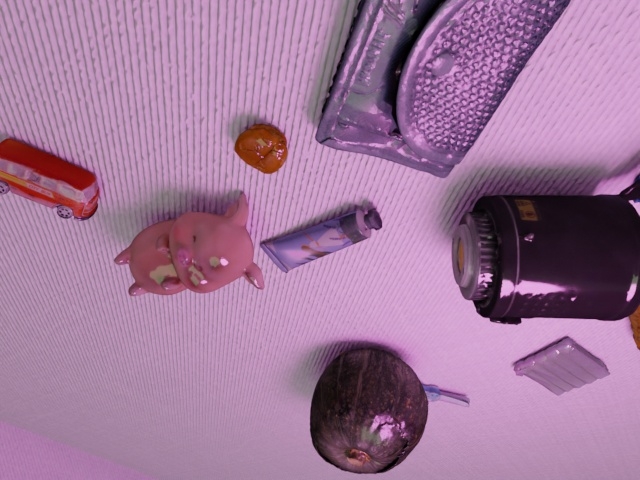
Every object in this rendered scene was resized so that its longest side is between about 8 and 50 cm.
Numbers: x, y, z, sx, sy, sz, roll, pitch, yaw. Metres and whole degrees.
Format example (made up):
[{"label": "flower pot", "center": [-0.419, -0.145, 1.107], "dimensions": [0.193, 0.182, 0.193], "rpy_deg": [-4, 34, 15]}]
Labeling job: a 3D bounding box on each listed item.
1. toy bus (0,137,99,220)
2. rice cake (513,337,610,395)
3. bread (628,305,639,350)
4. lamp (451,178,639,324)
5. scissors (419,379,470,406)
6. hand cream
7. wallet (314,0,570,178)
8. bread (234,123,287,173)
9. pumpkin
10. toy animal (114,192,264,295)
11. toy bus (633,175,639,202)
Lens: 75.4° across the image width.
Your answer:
[{"label": "toy bus", "center": [-0.470, -0.104, 0.710], "dimensions": [0.174, 0.079, 0.077], "rpy_deg": [24, 122, -19]}, {"label": "rice cake", "center": [0.632, 0.336, 1.088], "dimensions": [0.198, 0.037, 0.189], "rpy_deg": [25, 131, -19]}, {"label": "bread", "center": [0.714, 0.165, 0.877], "dimensions": [0.087, 0.098, 0.269], "rpy_deg": [-48, 125, -9]}, {"label": "lamp", "center": [0.359, 0.021, 0.672], "dimensions": [0.271, 0.205, 0.374], "rpy_deg": [10, 146, -11]}, {"label": "scissors", "center": [0.326, 0.455, 1.236], "dimensions": [0.255, 0.030, 0.125], "rpy_deg": [14, 134, -6]}, {"label": "hand cream", "center": [0.000, 0.000, 0.800], "dimensions": [0.255, 0.055, 0.088], "rpy_deg": [-20, 126, 31]}, {"label": "wallet", "center": [0.150, -0.236, 0.532], "dimensions": [0.236, 0.075, 0.342], "rpy_deg": [13, 134, -12]}, {"label": "bread", "center": [-0.091, -0.145, 0.657], "dimensions": [0.080, 0.046, 0.083], "rpy_deg": [-13, 134, 20]}, {"label": "pumpkin", "center": [0.118, 0.449, 1.080], "dimensions": [0.291, 0.258, 0.328], "rpy_deg": [15, 130, 7]}, {"label": "toy animal", "center": [-0.234, 0.027, 0.765], "dimensions": [0.249, 0.154, 0.167], "rpy_deg": [-8, 112, 20]}, {"label": "toy bus", "center": [0.558, -0.081, 0.676], "dimensions": [0.083, 0.038, 0.046], "rpy_deg": [5, 138, 0]}]
